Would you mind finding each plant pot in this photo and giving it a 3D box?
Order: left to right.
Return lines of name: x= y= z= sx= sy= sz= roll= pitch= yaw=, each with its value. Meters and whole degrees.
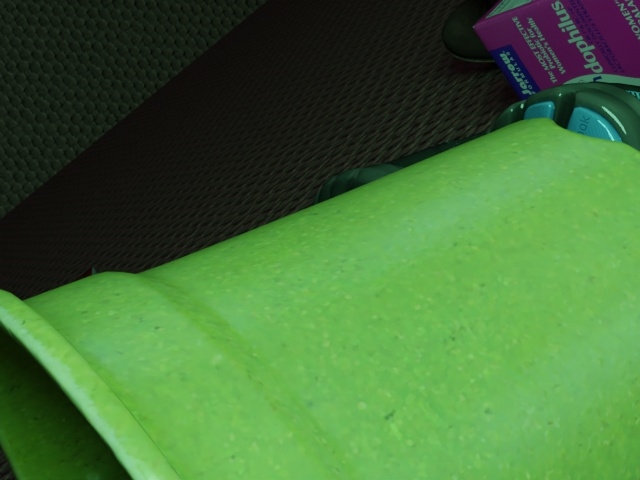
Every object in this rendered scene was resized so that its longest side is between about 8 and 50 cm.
plant pot: x=0.035 y=0.083 z=0.521 sx=0.254 sy=0.276 sz=0.276 roll=-30 pitch=13 yaw=-23

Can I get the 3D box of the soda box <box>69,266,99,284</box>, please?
soda box: x=-0.223 y=0.113 z=1.200 sx=0.092 sy=0.083 sz=0.263 roll=-37 pitch=17 yaw=1

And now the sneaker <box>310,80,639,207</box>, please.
sneaker: x=0.119 y=-0.016 z=0.866 sx=0.140 sy=0.125 sz=0.341 roll=-14 pitch=-3 yaw=-37

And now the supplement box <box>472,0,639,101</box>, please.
supplement box: x=0.245 y=-0.179 z=0.999 sx=0.114 sy=0.111 sz=0.220 roll=-46 pitch=18 yaw=-26

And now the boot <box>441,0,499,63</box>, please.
boot: x=0.174 y=-0.254 z=1.196 sx=0.248 sy=0.207 sz=0.090 roll=-16 pitch=68 yaw=38
